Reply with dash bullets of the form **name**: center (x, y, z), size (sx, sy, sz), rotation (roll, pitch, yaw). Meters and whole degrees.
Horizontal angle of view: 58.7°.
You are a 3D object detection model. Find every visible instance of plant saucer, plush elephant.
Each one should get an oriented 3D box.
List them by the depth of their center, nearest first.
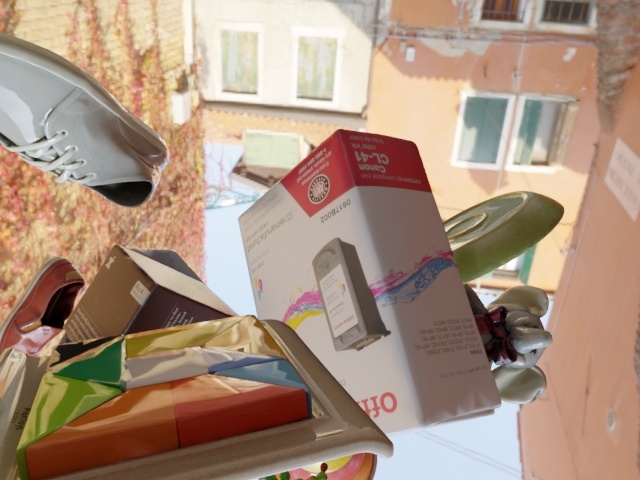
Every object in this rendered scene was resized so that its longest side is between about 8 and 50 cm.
- **plant saucer**: center (0.202, -0.005, 0.764), size (0.240, 0.037, 0.241), rotation (-30, -172, 5)
- **plush elephant**: center (0.357, 0.207, 1.170), size (0.255, 0.272, 0.330), rotation (-6, 170, 10)

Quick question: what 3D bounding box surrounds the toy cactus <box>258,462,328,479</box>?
- **toy cactus**: center (-0.082, 0.627, 1.388), size (0.218, 0.112, 0.181), rotation (-11, -153, 1)

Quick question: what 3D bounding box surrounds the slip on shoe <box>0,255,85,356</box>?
- **slip on shoe**: center (-0.662, 0.199, 1.337), size (0.101, 0.332, 0.123), rotation (29, 180, 20)

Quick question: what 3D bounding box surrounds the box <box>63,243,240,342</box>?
- **box**: center (-0.270, 0.141, 0.941), size (0.168, 0.167, 0.203), rotation (31, 178, 45)

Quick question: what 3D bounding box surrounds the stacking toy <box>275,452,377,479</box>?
- **stacking toy**: center (0.004, 0.548, 1.610), size (0.350, 0.480, 0.351), rotation (0, -127, 0)

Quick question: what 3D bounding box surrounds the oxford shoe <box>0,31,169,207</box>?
- **oxford shoe**: center (-0.371, -0.155, 0.814), size (0.169, 0.130, 0.449), rotation (0, 166, 19)

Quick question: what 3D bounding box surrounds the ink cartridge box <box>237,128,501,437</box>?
- **ink cartridge box**: center (0.036, 0.066, 0.639), size (0.131, 0.226, 0.307), rotation (4, -117, -39)

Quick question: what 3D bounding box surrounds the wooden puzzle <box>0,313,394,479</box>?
- **wooden puzzle**: center (-0.100, 0.097, 0.384), size (0.238, 0.045, 0.221), rotation (-2, -170, -19)

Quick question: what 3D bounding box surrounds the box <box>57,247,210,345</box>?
- **box**: center (-0.451, 0.259, 1.429), size (0.293, 0.396, 0.212), rotation (43, -162, 24)
